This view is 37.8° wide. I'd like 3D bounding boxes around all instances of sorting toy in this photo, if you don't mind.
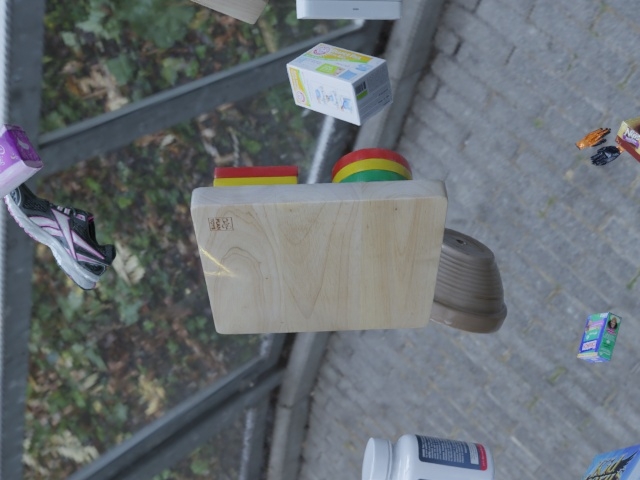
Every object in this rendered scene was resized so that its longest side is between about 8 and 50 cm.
[{"bbox_3d":[0.000,0.000,1.042,0.255,0.089,0.257,-2,145,0],"label":"sorting toy"}]

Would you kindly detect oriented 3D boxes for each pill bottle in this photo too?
[{"bbox_3d":[0.157,0.344,1.387,0.180,0.108,0.108,10,130,-6],"label":"pill bottle"}]

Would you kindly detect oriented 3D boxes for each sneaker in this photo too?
[{"bbox_3d":[-0.345,-0.020,1.266,0.178,0.077,0.072,46,178,-2],"label":"sneaker"}]

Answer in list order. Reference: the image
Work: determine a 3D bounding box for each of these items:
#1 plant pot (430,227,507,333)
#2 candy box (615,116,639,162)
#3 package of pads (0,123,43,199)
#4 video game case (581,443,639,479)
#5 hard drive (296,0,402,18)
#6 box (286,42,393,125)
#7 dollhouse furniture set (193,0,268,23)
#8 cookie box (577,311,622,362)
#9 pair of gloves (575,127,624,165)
[{"bbox_3d":[0.215,0.050,1.564,0.237,0.237,0.110,31,110,28],"label":"plant pot"},{"bbox_3d":[0.649,-0.188,1.709,0.109,0.186,0.053,55,151,37],"label":"candy box"},{"bbox_3d":[-0.308,-0.067,0.883,0.083,0.032,0.050,-34,82,16],"label":"package of pads"},{"bbox_3d":[0.383,0.373,1.207,0.061,0.244,0.269,39,157,3],"label":"video game case"},{"bbox_3d":[0.055,-0.626,1.871,0.047,0.233,0.353,13,107,61],"label":"hard drive"},{"bbox_3d":[0.041,-0.339,2.009,0.203,0.114,0.103,24,141,40],"label":"box"},{"bbox_3d":[-0.090,-0.280,0.712,0.123,0.144,0.151,-48,39,38],"label":"dollhouse furniture set"},{"bbox_3d":[0.647,0.226,2.171,0.040,0.107,0.092,22,166,-10],"label":"cookie box"},{"bbox_3d":[0.540,-0.180,1.797,0.010,0.074,0.083,57,-175,-50],"label":"pair of gloves"}]
